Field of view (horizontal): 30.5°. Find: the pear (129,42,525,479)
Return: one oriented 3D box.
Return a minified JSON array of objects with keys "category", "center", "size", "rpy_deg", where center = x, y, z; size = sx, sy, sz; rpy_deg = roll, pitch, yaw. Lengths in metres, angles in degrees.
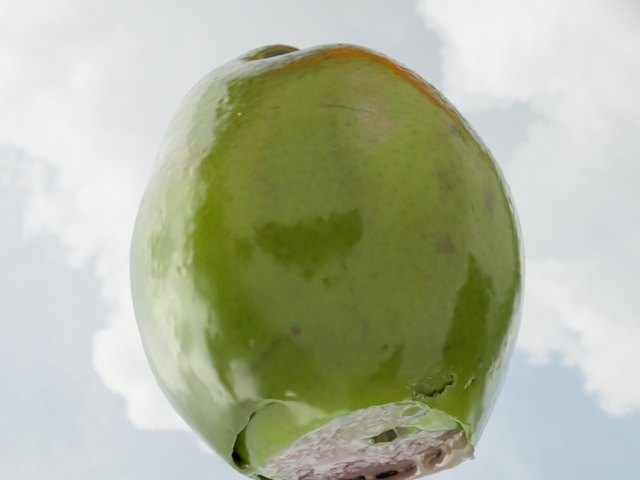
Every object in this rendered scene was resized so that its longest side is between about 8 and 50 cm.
[{"category":"pear","center":[0.000,0.000,0.552],"size":[0.187,0.187,0.220],"rpy_deg":[11,-121,-31]}]
